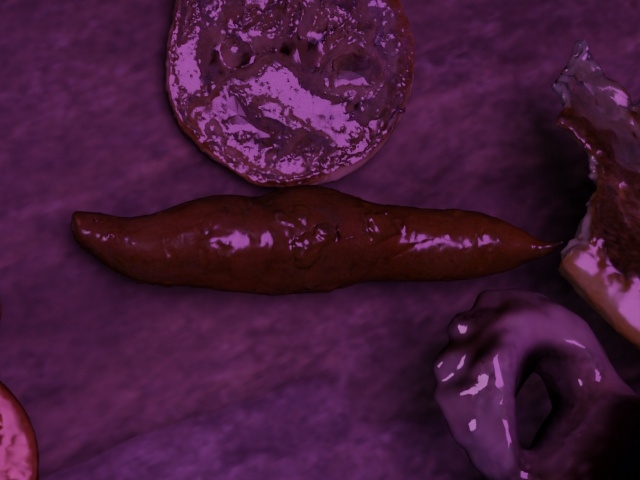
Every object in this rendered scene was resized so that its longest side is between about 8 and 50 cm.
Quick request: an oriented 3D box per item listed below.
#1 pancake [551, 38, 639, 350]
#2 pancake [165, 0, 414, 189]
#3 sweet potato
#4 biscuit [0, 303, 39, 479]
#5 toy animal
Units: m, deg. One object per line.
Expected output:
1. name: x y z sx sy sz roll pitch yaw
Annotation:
1. pancake: 0.312 -0.007 1.044 0.427 0.067 0.304 -16 73 -30
2. pancake: -0.018 -0.105 0.996 0.158 0.028 0.158 4 76 -15
3. sweet potato: 0.000 0.000 0.958 0.274 0.067 0.067 0 79 -15
4. biscuit: -0.242 0.130 0.857 0.202 0.047 0.333 11 78 -21
5. toy animal: 0.109 0.211 0.884 0.302 0.194 0.344 48 58 0
